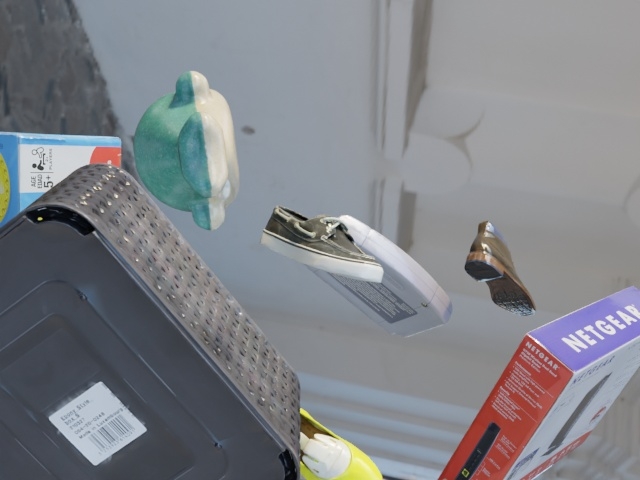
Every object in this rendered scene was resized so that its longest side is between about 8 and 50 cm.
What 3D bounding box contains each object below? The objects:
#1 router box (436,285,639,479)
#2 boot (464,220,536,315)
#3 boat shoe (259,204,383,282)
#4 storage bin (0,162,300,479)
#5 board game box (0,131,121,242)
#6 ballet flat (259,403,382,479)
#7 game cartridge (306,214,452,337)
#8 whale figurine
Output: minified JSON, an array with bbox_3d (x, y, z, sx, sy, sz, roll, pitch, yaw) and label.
[{"bbox_3d":[0.356,0.236,1.143,0.336,0.082,0.301,-13,134,-43],"label":"router box"},{"bbox_3d":[0.360,0.056,1.467,0.219,0.082,0.106,42,51,-35],"label":"boot"},{"bbox_3d":[0.000,0.000,0.996,0.078,0.219,0.070,17,92,-45],"label":"boat shoe"},{"bbox_3d":[-0.103,0.067,0.379,0.180,0.122,0.084,52,10,-15],"label":"storage bin"},{"bbox_3d":[-0.297,0.060,0.629,0.086,0.308,0.301,-8,102,-54],"label":"board game box"},{"bbox_3d":[-0.015,0.286,1.057,0.077,0.231,0.077,-50,137,-13],"label":"ballet flat"},{"bbox_3d":[0.108,0.074,1.486,0.198,0.297,0.062,-34,-159,51],"label":"game cartridge"},{"bbox_3d":[-0.183,-0.116,1.020,0.272,0.141,0.216,-133,-144,-76],"label":"whale figurine"}]
